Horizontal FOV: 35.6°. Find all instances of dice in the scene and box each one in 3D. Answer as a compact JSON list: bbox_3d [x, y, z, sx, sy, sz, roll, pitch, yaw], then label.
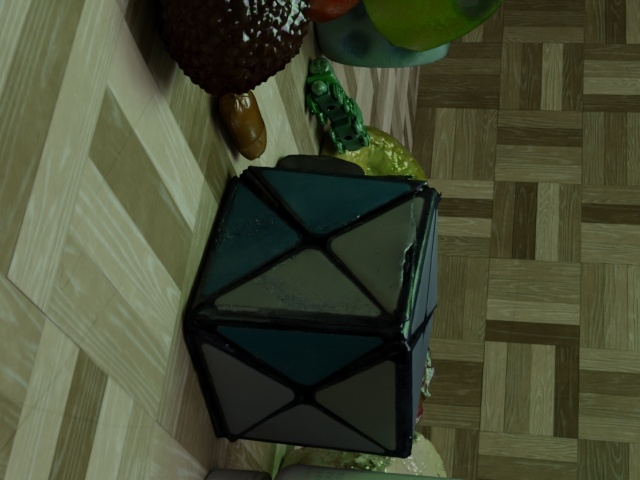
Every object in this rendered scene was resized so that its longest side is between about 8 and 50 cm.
[{"bbox_3d":[0.135,-0.510,2.039,0.262,0.264,0.268,-64,156,-64],"label":"dice"}]

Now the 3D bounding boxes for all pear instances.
[{"bbox_3d":[0.238,-0.525,1.754,0.399,0.165,0.399,-20,118,-44],"label":"pear"}]

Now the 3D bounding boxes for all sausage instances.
[{"bbox_3d":[-0.109,-0.168,1.407,0.062,0.054,0.183,-52,163,-9],"label":"sausage"}]

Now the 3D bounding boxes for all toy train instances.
[{"bbox_3d":[0.034,-0.272,2.023,0.251,0.085,0.119,54,24,-58],"label":"toy train"}]

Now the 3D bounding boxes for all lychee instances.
[{"bbox_3d":[-0.103,-0.250,1.125,0.188,0.188,0.188,3,90,-79],"label":"lychee"}]

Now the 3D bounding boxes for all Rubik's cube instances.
[{"bbox_3d":[0.001,0.101,1.420,0.310,0.305,0.307,85,16,-48],"label":"Rubik's cube"}]

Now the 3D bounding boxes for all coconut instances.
[{"bbox_3d":[0.061,0.491,1.847,0.297,0.309,0.297,32,47,-43],"label":"coconut"}]

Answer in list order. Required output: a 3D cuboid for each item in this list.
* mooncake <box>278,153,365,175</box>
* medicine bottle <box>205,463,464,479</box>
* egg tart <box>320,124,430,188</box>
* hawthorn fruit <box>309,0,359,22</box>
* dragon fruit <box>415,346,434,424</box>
[{"bbox_3d":[0.000,0.000,1.772,0.306,0.154,0.306,5,90,-81],"label":"mooncake"},{"bbox_3d":[0.026,0.425,1.391,0.213,0.378,0.213,3,90,-79],"label":"medicine bottle"},{"bbox_3d":[0.105,-0.109,2.173,0.120,0.315,0.315,-43,-155,43],"label":"egg tart"},{"bbox_3d":[-0.019,-0.434,1.623,0.203,0.162,0.162,-27,121,-57],"label":"hawthorn fruit"},{"bbox_3d":[0.084,0.293,2.076,0.291,0.269,0.250,144,-51,-58],"label":"dragon fruit"}]
